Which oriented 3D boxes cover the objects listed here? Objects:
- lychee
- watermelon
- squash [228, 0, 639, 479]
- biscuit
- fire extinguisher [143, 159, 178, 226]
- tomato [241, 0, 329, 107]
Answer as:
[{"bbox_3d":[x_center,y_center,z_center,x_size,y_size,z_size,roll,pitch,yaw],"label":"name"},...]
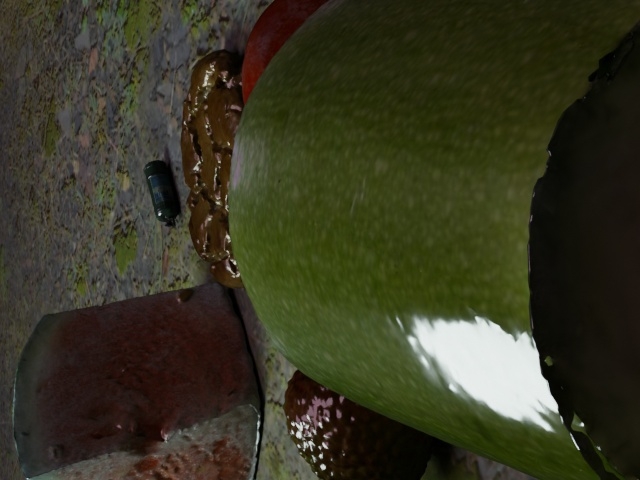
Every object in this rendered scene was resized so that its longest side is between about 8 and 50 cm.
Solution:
[{"bbox_3d":[0.030,0.124,1.442,0.114,0.114,0.146,9,116,70],"label":"lychee"},{"bbox_3d":[-0.158,0.163,1.892,0.201,0.261,0.213,-40,47,32],"label":"watermelon"},{"bbox_3d":[0.129,-0.013,0.924,0.384,0.263,0.263,-166,73,-69],"label":"squash"},{"bbox_3d":[-0.092,-0.067,1.854,0.226,0.042,0.226,175,90,-70],"label":"biscuit"},{"bbox_3d":[-0.166,-0.044,2.092,0.038,0.025,0.083,47,-158,-55],"label":"fire extinguisher"},{"bbox_3d":[-0.021,-0.116,1.583,0.166,0.082,0.174,111,146,-52],"label":"tomato"}]
